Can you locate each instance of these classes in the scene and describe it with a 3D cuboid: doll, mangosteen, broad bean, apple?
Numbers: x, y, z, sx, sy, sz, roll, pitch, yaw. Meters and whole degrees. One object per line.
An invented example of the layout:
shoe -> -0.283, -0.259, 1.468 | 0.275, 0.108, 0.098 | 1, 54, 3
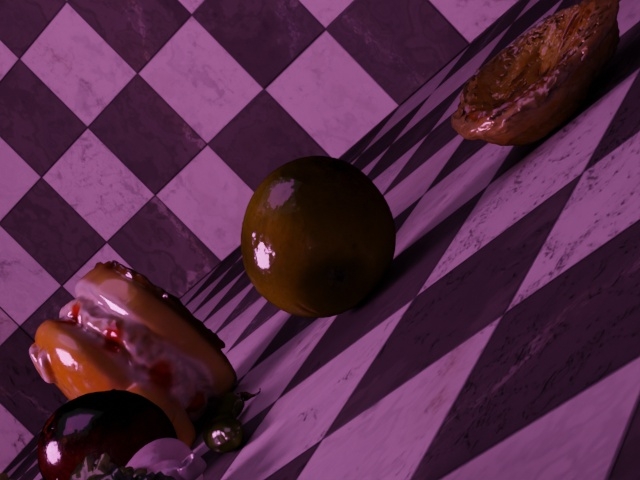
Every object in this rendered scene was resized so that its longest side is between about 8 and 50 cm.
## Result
doll -> -0.228, 0.313, 1.636 | 0.365, 0.094, 0.160 | -40, 5, 41
mangosteen -> -0.259, 0.277, 1.832 | 0.200, 0.200, 0.200 | -44, 6, 6
broad bean -> -0.109, 0.212, 1.786 | 0.069, 0.039, 0.227 | -38, 6, 7
apple -> 0.000, 0.000, 1.829 | 0.196, 0.196, 0.157 | -43, 39, 12

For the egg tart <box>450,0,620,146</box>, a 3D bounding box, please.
egg tart -> 0.262, -0.185, 1.767 | 0.232, 0.098, 0.252 | -31, 18, 41

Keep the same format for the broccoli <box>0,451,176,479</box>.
broccoli -> -0.236, 0.274, 1.146 | 0.375, 0.249, 0.302 | -32, 4, 6

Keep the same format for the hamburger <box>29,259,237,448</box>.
hamburger -> -0.248, 0.180, 2.060 | 0.303, 0.261, 0.186 | 21, 65, 38
